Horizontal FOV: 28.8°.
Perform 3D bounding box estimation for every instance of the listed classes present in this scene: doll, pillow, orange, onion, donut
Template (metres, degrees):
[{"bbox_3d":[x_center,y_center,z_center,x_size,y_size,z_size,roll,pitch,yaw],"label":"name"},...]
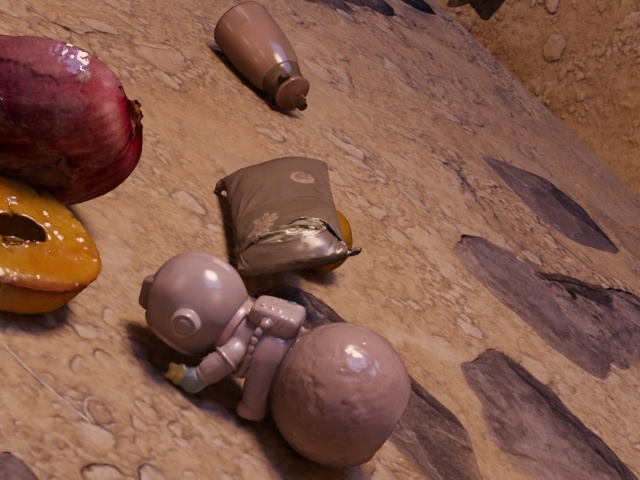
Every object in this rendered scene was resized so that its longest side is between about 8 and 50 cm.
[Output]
[{"bbox_3d":[-0.051,0.109,1.244,0.287,0.151,0.151,32,21,1],"label":"doll"},{"bbox_3d":[-0.050,-0.039,1.562,0.169,0.059,0.255,-13,32,-3],"label":"pillow"},{"bbox_3d":[0.000,0.000,1.622,0.085,0.085,0.095,36,28,2],"label":"orange"},{"bbox_3d":[-0.330,-0.111,1.289,0.283,0.227,0.120,7,59,15],"label":"onion"},{"bbox_3d":[-0.300,0.008,1.191,0.178,0.065,0.162,22,30,-34],"label":"donut"}]

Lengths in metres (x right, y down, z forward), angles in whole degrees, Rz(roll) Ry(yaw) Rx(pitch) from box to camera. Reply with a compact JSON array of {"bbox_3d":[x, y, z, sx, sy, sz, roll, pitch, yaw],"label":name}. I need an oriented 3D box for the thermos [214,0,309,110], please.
[{"bbox_3d":[-0.084,-0.298,2.120,0.193,0.105,0.137,53,-4,30],"label":"thermos"}]
